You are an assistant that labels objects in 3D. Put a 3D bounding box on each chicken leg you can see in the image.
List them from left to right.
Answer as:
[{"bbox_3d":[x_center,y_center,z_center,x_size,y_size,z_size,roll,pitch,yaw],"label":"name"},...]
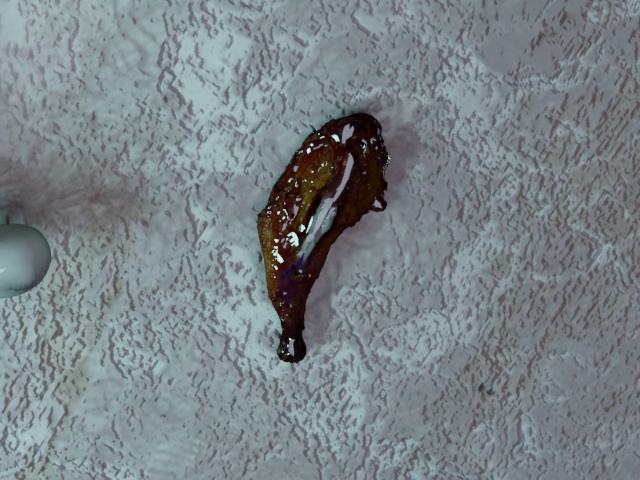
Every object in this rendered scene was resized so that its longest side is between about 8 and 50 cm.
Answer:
[{"bbox_3d":[-0.005,-0.003,1.487,0.093,0.053,0.205,21,108,-36],"label":"chicken leg"}]

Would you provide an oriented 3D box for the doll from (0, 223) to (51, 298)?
[{"bbox_3d":[-0.426,-0.014,1.311,0.365,0.187,0.376,-42,93,-6],"label":"doll"}]
